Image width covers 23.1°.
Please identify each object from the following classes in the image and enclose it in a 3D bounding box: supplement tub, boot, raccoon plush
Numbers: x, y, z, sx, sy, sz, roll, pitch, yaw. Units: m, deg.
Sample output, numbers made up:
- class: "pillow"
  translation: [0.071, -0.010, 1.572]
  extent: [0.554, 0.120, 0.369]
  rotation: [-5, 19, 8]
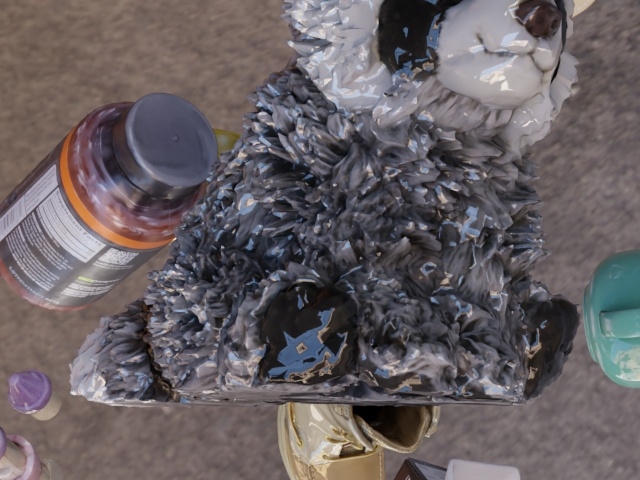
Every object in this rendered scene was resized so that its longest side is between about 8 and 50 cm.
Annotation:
- class: "supplement tub"
  translation: [-0.149, -0.030, 1.105]
  extent: [0.106, 0.106, 0.198]
  rotation: [56, 137, 1]
- class: "boot"
  translation: [0.036, 0.163, 1.362]
  extent: [0.203, 0.095, 0.262]
  rotation: [-153, 53, -66]
- class: "raccoon plush"
  translation: [-0.030, -0.055, 0.927]
  extent: [0.446, 0.216, 0.299]
  rotation: [-6, 79, 40]

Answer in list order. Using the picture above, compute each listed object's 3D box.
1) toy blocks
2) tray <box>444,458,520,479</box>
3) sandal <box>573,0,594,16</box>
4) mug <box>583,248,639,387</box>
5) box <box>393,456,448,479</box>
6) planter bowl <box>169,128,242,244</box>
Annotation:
- class: "toy blocks"
  translation: [-0.452, 0.244, 1.742]
  extent: [0.288, 0.260, 0.309]
  rotation: [-11, 63, 11]
- class: "tray"
  translation: [0.149, 0.352, 1.527]
  extent: [0.030, 0.145, 0.270]
  rotation: [-5, 77, 35]
- class: "sandal"
  translation: [0.140, -0.212, 1.383]
  extent: [0.240, 0.079, 0.088]
  rotation: [3, 124, -9]
- class: "mug"
  translation: [0.294, 0.065, 1.442]
  extent: [0.097, 0.129, 0.158]
  rotation: [-8, 145, 22]
- class: "box"
  translation: [0.159, 0.370, 1.711]
  extent: [0.216, 0.270, 0.060]
  rotation: [-62, 30, 12]
- class: "planter bowl"
  translation: [-0.175, -0.056, 1.986]
  extent: [0.217, 0.217, 0.090]
  rotation: [10, 125, 25]
